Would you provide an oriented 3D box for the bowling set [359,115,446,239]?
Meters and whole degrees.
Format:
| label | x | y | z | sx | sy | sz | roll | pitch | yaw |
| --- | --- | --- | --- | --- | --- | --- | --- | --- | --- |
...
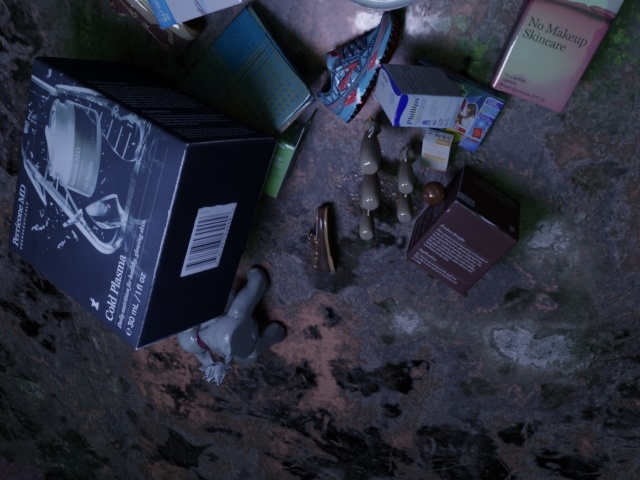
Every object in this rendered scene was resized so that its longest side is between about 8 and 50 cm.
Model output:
| label | x | y | z | sx | sy | sz | roll | pitch | yaw |
| --- | --- | --- | --- | --- | --- | --- | --- | --- | --- |
| bowling set | 0.184 | -0.133 | 1.396 | 0.199 | 0.154 | 0.287 | 5 | 140 | 3 |

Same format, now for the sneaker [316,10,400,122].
| label | x | y | z | sx | sy | sz | roll | pitch | yaw |
| --- | --- | --- | --- | --- | --- | --- | --- | --- | --- |
| sneaker | 0.071 | -0.376 | 1.283 | 0.125 | 0.104 | 0.262 | 31 | 128 | -1 |

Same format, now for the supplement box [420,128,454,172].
| label | x | y | z | sx | sy | sz | roll | pitch | yaw |
| --- | --- | --- | --- | --- | --- | --- | --- | --- | --- |
| supplement box | 0.260 | -0.200 | 1.350 | 0.062 | 0.036 | 0.098 | 18 | 155 | 14 |

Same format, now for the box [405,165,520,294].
| label | x | y | z | sx | sy | sz | roll | pitch | yaw |
| --- | --- | --- | --- | --- | --- | --- | --- | --- | --- |
| box | 0.328 | -0.021 | 1.393 | 0.168 | 0.167 | 0.203 | 34 | 127 | -4 |

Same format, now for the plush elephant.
| label | x | y | z | sx | sy | sz | roll | pitch | yaw |
| --- | --- | --- | --- | --- | --- | --- | --- | --- | --- |
| plush elephant | -0.303 | 0.258 | 1.768 | 0.255 | 0.330 | 0.272 | 11 | 136 | 35 |

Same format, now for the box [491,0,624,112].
| label | x | y | z | sx | sy | sz | roll | pitch | yaw |
| --- | --- | --- | --- | --- | --- | --- | --- | --- | --- |
| box | 0.437 | -0.385 | 1.129 | 0.148 | 0.127 | 0.232 | 22 | 128 | 5 |

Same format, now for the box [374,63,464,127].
| label | x | y | z | sx | sy | sz | roll | pitch | yaw |
| --- | --- | --- | --- | --- | --- | --- | --- | --- | --- |
| box | 0.194 | -0.288 | 1.206 | 0.137 | 0.126 | 0.072 | -1 | 132 | -17 |

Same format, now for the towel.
| label | x | y | z | sx | sy | sz | roll | pitch | yaw |
| --- | --- | --- | --- | --- | --- | --- | --- | --- | --- |
| towel | -0.200 | -0.315 | 1.390 | 0.370 | 0.040 | 0.272 | -38 | 80 | 32 |

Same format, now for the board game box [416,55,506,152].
| label | x | y | z | sx | sy | sz | roll | pitch | yaw |
| --- | --- | --- | --- | --- | --- | --- | --- | --- | --- |
| board game box | 0.277 | -0.292 | 1.308 | 0.201 | 0.035 | 0.136 | 26 | 128 | 1 |

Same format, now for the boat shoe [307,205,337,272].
| label | x | y | z | sx | sy | sz | roll | pitch | yaw |
| --- | --- | --- | --- | --- | --- | --- | --- | --- | --- |
| boat shoe | 0.000 | 0.000 | 1.584 | 0.073 | 0.073 | 0.207 | 5 | 124 | 14 |

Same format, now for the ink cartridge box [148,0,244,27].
| label | x | y | z | sx | sy | sz | roll | pitch | yaw |
| --- | --- | --- | --- | --- | --- | --- | --- | --- | --- |
| ink cartridge box | -0.203 | -0.552 | 1.144 | 0.270 | 0.198 | 0.197 | 7 | 129 | 45 |

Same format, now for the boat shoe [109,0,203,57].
| label | x | y | z | sx | sy | sz | roll | pitch | yaw |
| --- | --- | --- | --- | --- | --- | --- | --- | --- | --- |
| boat shoe | -0.424 | -0.545 | 1.336 | 0.342 | 0.123 | 0.123 | 39 | 126 | -16 |

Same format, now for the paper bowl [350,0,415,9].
| label | x | y | z | sx | sy | sz | roll | pitch | yaw |
| --- | --- | --- | --- | --- | --- | --- | --- | --- | --- |
| paper bowl | 0.115 | -0.572 | 1.106 | 0.284 | 0.148 | 0.284 | 9 | 125 | 13 |

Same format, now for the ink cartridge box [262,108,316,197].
| label | x | y | z | sx | sy | sz | roll | pitch | yaw |
| --- | --- | --- | --- | --- | --- | --- | --- | --- | --- |
| ink cartridge box | -0.085 | -0.217 | 1.443 | 0.062 | 0.109 | 0.209 | 26 | 128 | 0 |

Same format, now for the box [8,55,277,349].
| label | x | y | z | sx | sy | sz | roll | pitch | yaw |
| --- | --- | --- | --- | --- | --- | --- | --- | --- | --- |
| box | -0.420 | -0.102 | 1.378 | 0.471 | 0.297 | 0.480 | 31 | 114 | 25 |
